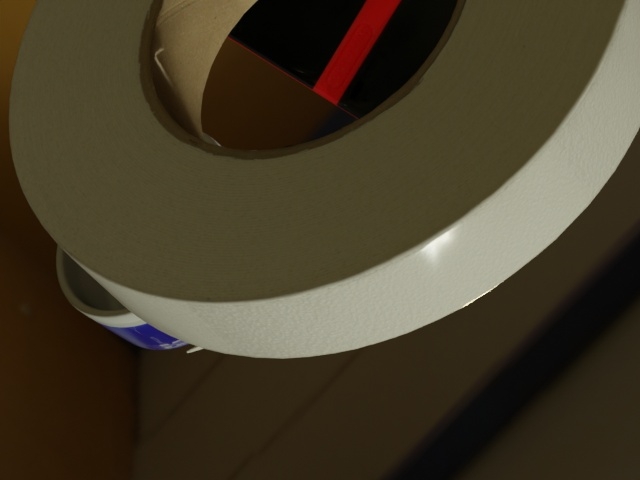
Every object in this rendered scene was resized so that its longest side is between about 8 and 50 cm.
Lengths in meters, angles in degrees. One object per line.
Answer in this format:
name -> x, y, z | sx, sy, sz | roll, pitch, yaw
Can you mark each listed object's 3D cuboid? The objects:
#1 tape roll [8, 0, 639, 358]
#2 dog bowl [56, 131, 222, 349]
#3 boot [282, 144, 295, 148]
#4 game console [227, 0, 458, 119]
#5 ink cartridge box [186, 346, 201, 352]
tape roll -> 0.003, -0.118, 0.959 | 0.392, 0.072, 0.392 | -13, -126, 20
dog bowl -> -0.191, -0.003, 2.046 | 0.265, 0.104, 0.265 | -19, -127, 27
boot -> 0.000, 0.000, 1.183 | 0.106, 0.082, 0.219 | -61, 162, 2
game console -> 0.108, -0.282, 1.563 | 0.386, 0.342, 0.060 | -57, 178, 24
ink cartridge box -> -0.069, 0.056, 1.829 | 0.180, 0.060, 0.104 | -29, 171, 29
